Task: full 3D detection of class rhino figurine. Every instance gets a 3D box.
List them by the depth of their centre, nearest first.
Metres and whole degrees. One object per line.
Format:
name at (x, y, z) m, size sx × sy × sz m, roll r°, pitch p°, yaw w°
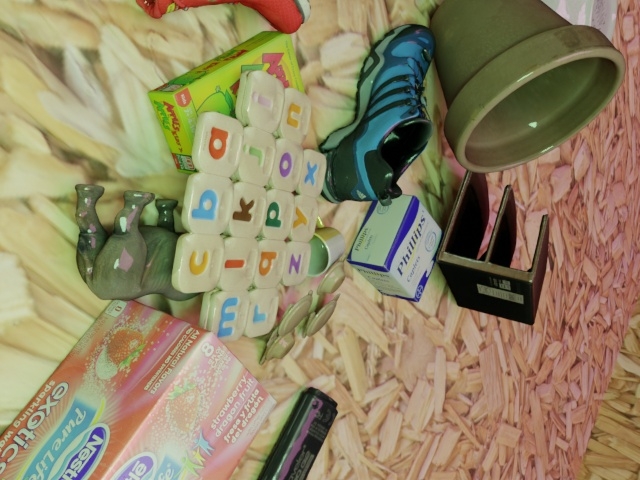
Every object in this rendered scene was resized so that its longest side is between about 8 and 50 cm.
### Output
rhino figurine at (-0.149, 0.011, 0.664) m, size 0.243 × 0.073 × 0.106 m, roll 9°, pitch 88°, yaw -59°

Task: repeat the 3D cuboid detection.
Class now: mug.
mug at (0.003, 0.003, 0.864) m, size 0.064 × 0.062 × 0.078 m, roll -27°, pitch 128°, yaw -54°

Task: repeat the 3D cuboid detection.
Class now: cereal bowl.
cereal bowl at (0.502, -0.447, 1.297) m, size 0.339 × 0.141 × 0.338 m, roll -19°, pitch 116°, yaw -47°

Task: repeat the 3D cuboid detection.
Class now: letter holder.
letter holder at (0.328, 0.001, 1.140) m, size 0.214 × 0.152 × 0.302 m, roll -71°, pitch 157°, yaw -13°

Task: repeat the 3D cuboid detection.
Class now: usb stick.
usb stick at (-0.058, 0.341, 0.895) m, size 0.077 × 0.045 × 0.277 m, roll 45°, pitch 65°, yaw -40°

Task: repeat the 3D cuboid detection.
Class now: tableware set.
tableware set at (-0.018, 0.098, 0.850) m, size 0.169 × 0.020 × 0.141 m, roll -33°, pitch 154°, yaw -44°

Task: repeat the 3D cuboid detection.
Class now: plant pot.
plant pot at (0.276, -0.268, 0.966) m, size 0.263 × 0.263 × 0.229 m, roll 11°, pitch 50°, yaw -52°

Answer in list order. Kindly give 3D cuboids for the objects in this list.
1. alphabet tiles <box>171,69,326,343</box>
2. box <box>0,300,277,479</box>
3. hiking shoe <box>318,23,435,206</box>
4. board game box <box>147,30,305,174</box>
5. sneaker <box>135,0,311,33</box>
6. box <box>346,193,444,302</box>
alphabet tiles at (-0.068, -0.031, 0.702) m, size 0.278 × 0.021 × 0.283 m, roll 2°, pitch 99°, yaw -66°
box at (-0.199, 0.220, 0.595) m, size 0.299 × 0.154 × 0.142 m, roll -55°, pitch 137°, yaw -25°
hiking shoe at (0.111, -0.172, 0.888) m, size 0.113 × 0.132 × 0.303 m, roll 45°, pitch 65°, yaw -47°
board game box at (-0.094, -0.156, 0.708) m, size 0.181 × 0.043 × 0.092 m, roll -42°, pitch 130°, yaw -36°
sneaker at (-0.125, -0.263, 0.620) m, size 0.279 × 0.107 × 0.118 m, roll 20°, pitch 103°, yaw -49°
box at (0.122, 0.011, 1.003) m, size 0.137 × 0.072 × 0.126 m, roll 42°, pitch 66°, yaw -48°
